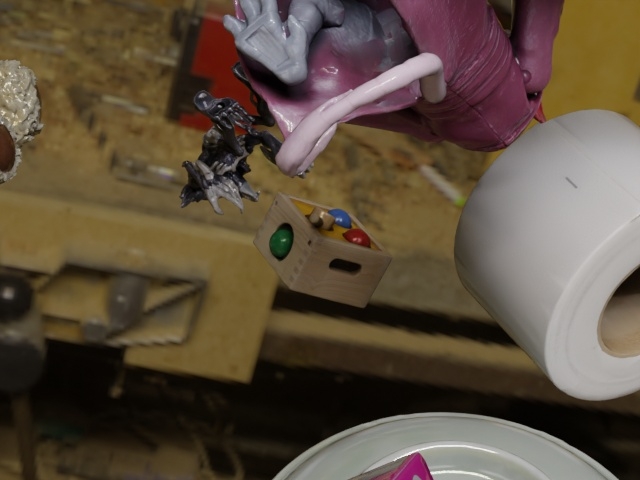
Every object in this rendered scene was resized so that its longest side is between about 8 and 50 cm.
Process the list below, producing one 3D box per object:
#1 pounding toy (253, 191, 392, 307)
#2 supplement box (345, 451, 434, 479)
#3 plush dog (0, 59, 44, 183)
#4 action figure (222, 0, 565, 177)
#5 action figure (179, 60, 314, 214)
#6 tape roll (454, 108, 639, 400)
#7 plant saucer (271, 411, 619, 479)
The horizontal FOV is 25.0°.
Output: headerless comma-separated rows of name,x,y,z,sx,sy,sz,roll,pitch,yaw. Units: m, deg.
pounding toy,0.000,0.000,1.639,0.141,0.100,0.130,16,21,-35
supplement box,0.010,0.180,0.679,0.114,0.111,0.220,-23,-6,9
plush dog,-0.451,-0.164,1.611,0.211,0.225,0.262,-21,20,9
action figure,0.106,-0.154,1.135,0.370,0.248,0.275,31,32,-50
action figure,-0.104,-0.108,1.910,0.164,0.275,0.141,-39,73,-23
tape roll,0.278,0.015,1.434,0.246,0.246,0.169,-1,35,-33
plant saucer,0.113,0.281,1.228,0.401,0.100,0.400,-1,44,1
